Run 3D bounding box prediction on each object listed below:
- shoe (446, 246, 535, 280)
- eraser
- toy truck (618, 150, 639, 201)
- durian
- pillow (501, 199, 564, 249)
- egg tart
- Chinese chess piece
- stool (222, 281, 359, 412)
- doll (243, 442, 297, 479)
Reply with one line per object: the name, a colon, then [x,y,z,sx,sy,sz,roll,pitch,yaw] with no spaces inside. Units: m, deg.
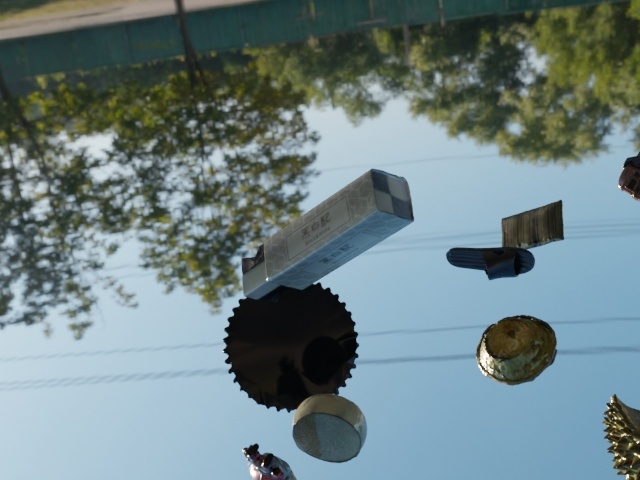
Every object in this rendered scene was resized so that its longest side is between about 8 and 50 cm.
shoe: [0.289,0.045,1.373,0.159,0.062,0.053,5,-137,31]
eraser: [0.000,0.000,1.525,0.096,0.098,0.404,17,144,-39]
toy truck: [0.704,-0.173,1.667,0.092,0.192,0.083,31,-166,21]
durian: [0.623,0.371,1.312,0.306,0.172,0.166,2,-144,25]
pillow: [0.557,-0.031,2.087,0.038,0.113,0.203,14,159,-34]
egg tart: [0.484,0.263,1.983,0.212,0.090,0.213,-20,-139,19]
Chinese chess piece: [0.015,0.302,1.275,0.122,0.122,0.051,-3,-148,18]
stool: [-0.061,0.227,1.859,0.297,0.297,0.330,-8,179,1]
doll: [-0.079,0.366,1.241,0.109,0.169,0.057,21,-111,21]
